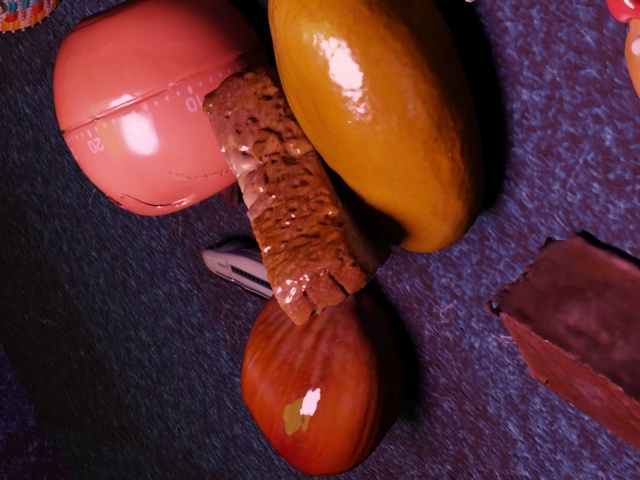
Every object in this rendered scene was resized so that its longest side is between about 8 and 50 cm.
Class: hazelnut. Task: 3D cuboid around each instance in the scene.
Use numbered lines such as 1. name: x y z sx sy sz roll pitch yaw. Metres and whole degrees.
1. hazelnut: 0.012 0.146 1.947 0.186 0.210 0.210 44 168 -32

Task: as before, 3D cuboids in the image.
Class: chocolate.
1. chocolate: 0.279 0.117 1.433 0.321 0.112 0.112 34 157 44

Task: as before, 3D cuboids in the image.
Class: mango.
1. mango: 0.058 -0.121 1.550 0.332 0.142 0.195 62 168 -26

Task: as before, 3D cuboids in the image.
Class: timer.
1. timer: -0.156 -0.145 1.841 0.229 0.229 0.215 5 118 63

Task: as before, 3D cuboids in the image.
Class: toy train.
1. toy train: -0.084 0.026 2.133 0.252 0.055 0.048 21 137 56

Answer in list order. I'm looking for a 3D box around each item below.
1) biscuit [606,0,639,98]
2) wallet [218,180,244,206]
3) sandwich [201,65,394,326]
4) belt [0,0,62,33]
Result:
1. biscuit: 0.228 -0.198 1.203 0.216 0.047 0.340 33 146 49
2. wallet: -0.153 -0.160 2.057 0.229 0.049 0.182 52 160 21
3. sandwich: 0.004 -0.002 1.684 0.254 0.099 0.288 58 -174 -46
4. belt: -0.416 -0.371 2.138 0.257 0.207 0.150 45 152 14
